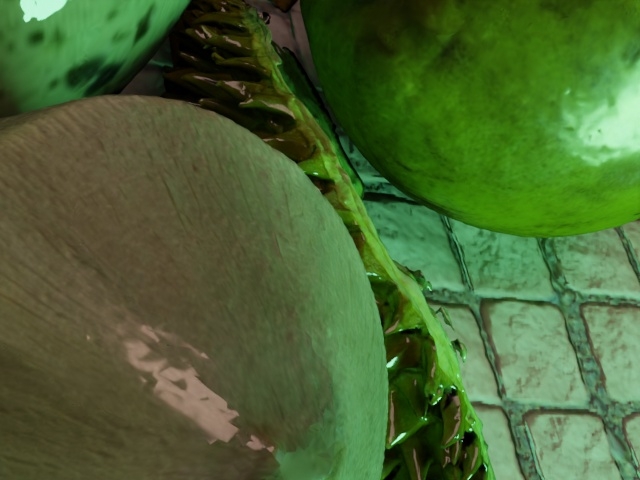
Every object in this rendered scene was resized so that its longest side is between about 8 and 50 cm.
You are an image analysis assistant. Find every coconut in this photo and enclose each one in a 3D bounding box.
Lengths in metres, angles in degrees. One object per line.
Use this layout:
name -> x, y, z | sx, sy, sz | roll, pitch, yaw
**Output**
coconut -> -0.092, 0.065, 0.453 | 0.237, 0.265, 0.237 | -2, 92, -45

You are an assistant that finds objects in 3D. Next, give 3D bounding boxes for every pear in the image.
pear -> 0.127, -0.144, 0.738 | 0.375, 0.287, 0.287 | 0, 55, -48

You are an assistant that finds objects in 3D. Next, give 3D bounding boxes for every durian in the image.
durian -> 0.005, -0.006, 0.657 | 0.198, 0.163, 0.394 | -4, 59, -39

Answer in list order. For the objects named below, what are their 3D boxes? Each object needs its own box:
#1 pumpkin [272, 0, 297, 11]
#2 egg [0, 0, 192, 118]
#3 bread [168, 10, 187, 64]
pumpkin -> -0.007, -0.221, 0.877 | 0.054, 0.074, 0.083 | 29, 48, -2
egg -> -0.192, -0.185, 0.590 | 0.287, 0.287, 0.379 | 43, 38, 6
bread -> -0.078, -0.146, 0.790 | 0.062, 0.049, 0.103 | 28, 40, -43
